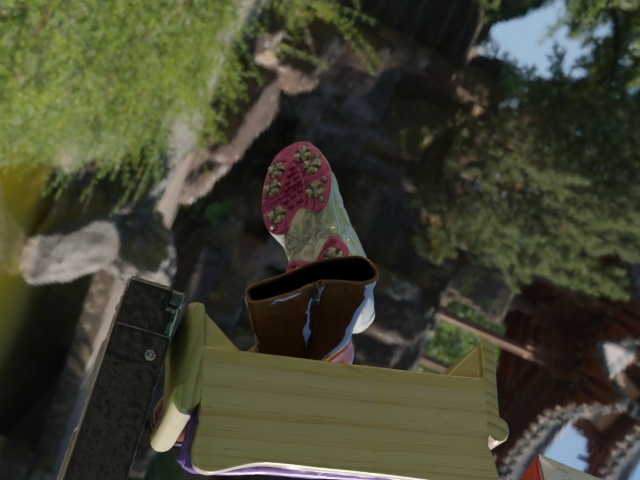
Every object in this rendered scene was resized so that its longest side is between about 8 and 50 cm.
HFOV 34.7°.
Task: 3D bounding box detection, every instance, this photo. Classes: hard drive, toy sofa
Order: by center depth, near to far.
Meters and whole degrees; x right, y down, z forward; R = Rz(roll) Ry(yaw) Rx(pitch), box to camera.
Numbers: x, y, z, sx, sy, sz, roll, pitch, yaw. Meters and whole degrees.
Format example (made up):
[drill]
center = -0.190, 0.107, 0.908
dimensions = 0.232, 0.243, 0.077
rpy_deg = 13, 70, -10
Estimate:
[hard drive]
center = -0.216, 0.212, 1.012
dimensions = 0.237, 0.064, 0.339
rpy_deg = 143, -35, -77
[toy sofa]
center = 0.008, 0.194, 1.104
dimensions = 0.150, 0.362, 0.177
rpy_deg = 125, -31, -58

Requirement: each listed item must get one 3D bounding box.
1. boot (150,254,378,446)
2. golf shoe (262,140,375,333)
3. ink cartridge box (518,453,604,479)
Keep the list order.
[boot]
center = -0.071, 0.133, 1.163
dimensions = 0.280, 0.264, 0.096
rpy_deg = 99, -23, -61
[golf shoe]
center = 0.000, 0.000, 1.443
dimensions = 0.140, 0.115, 0.306
rpy_deg = 47, 25, -53
[ink cartridge box]
center = 0.275, 0.447, 1.354
dimensions = 0.130, 0.271, 0.309
rpy_deg = -82, -163, -60
